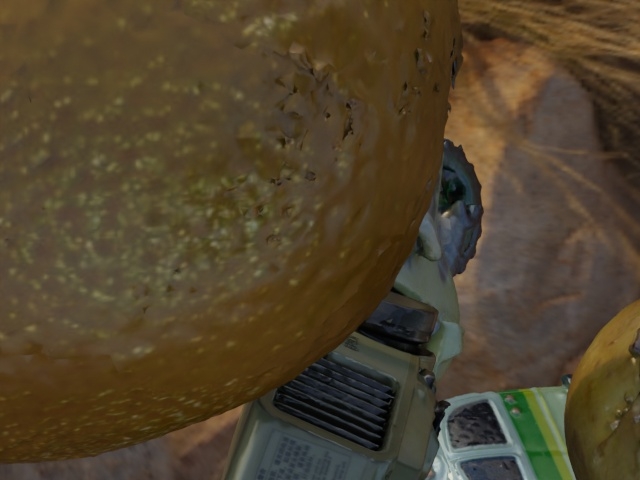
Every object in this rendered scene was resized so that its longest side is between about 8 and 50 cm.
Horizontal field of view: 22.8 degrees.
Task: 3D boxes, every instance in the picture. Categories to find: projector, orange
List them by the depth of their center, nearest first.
[{"bbox_3d":[-0.092,-0.062,0.495,0.274,0.274,0.274,-1,93,-13],"label":"orange"},{"bbox_3d":[-0.001,0.115,0.724,0.088,0.269,0.193,19,94,2],"label":"projector"}]

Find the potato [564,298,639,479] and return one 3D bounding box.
[{"bbox_3d":[0.161,0.123,0.670,0.164,0.081,0.200,7,59,-40],"label":"potato"}]

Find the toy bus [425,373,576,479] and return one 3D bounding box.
[{"bbox_3d":[0.100,0.227,1.112,0.164,0.133,0.276,2,135,-24],"label":"toy bus"}]

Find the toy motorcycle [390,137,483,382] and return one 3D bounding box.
[{"bbox_3d":[0.000,0.000,1.270,0.410,0.169,0.237,15,70,-46],"label":"toy motorcycle"}]
